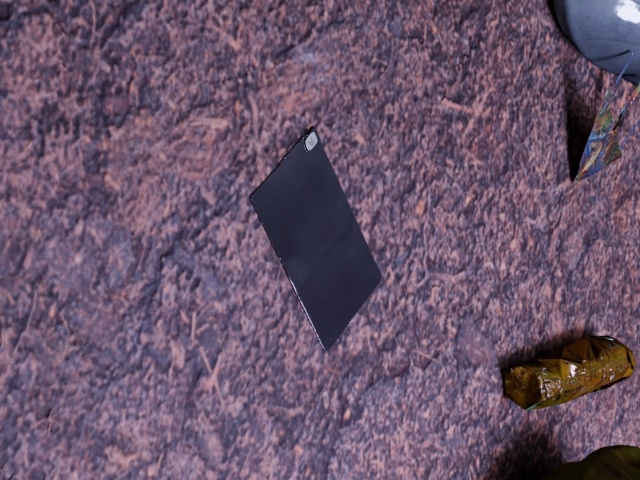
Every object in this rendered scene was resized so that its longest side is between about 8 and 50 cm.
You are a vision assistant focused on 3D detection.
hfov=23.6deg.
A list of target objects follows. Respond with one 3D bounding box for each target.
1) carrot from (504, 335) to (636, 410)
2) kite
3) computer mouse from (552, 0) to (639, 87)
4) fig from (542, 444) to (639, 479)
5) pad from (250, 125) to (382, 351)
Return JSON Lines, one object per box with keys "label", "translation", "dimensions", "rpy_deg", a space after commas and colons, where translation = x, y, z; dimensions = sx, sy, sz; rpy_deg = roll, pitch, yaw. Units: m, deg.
{"label": "carrot", "translation": [0.297, 0.154, 1.804], "dimensions": [0.228, 0.069, 0.069], "rpy_deg": [-9, 100, -49]}
{"label": "kite", "translation": [0.351, -0.130, 1.853], "dimensions": [0.160, 0.010, 0.183], "rpy_deg": [-55, 154, -10]}
{"label": "computer mouse", "translation": [0.408, -0.286, 1.878], "dimensions": [0.371, 0.121, 0.188], "rpy_deg": [21, 77, -53]}
{"label": "fig", "translation": [0.342, 0.372, 1.724], "dimensions": [0.239, 0.239, 0.271], "rpy_deg": [-31, 85, -46]}
{"label": "pad", "translation": [0.000, 0.000, 1.471], "dimensions": [0.116, 0.004, 0.193], "rpy_deg": [-50, 129, -36]}
